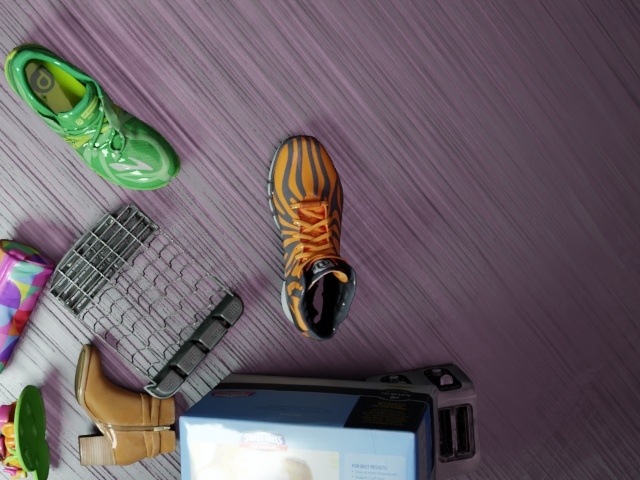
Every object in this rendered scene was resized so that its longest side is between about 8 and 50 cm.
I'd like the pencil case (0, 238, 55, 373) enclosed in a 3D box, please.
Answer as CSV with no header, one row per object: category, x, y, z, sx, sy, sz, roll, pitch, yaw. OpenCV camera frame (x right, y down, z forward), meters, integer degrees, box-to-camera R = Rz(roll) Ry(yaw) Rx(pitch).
pencil case,-0.483,0.116,1.408,0.104,0.104,0.236,26,89,-15

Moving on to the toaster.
toaster,0.167,0.310,1.577,0.168,0.110,0.185,-6,100,-11

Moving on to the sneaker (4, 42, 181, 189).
sneaker,-0.337,-0.171,1.389,0.295,0.123,0.109,37,89,-15

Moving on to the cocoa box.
cocoa box,-0.010,0.343,1.419,0.347,0.228,0.231,1,99,14

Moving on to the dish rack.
dish rack,-0.266,0.089,1.457,0.271,0.074,0.208,43,76,-11

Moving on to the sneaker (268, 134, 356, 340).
sneaker,0.000,0.000,1.459,0.125,0.180,0.321,-9,100,-11

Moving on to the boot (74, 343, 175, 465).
boot,-0.304,0.252,1.493,0.152,0.073,0.197,-4,97,-20

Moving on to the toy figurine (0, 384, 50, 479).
toy figurine,-0.509,0.305,1.445,0.159,0.130,0.173,-4,124,2
